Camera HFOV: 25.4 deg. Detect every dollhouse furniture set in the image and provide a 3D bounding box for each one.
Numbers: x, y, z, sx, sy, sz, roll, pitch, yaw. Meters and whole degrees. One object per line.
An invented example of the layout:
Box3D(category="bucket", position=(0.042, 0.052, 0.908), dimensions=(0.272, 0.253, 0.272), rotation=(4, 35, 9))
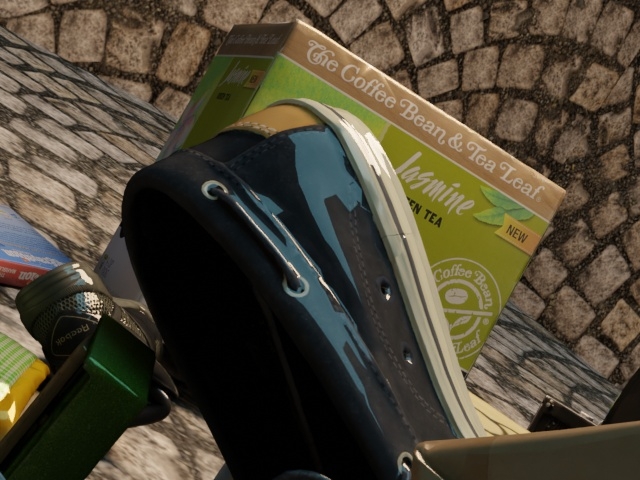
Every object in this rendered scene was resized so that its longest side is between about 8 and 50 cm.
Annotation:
Box3D(category="dollhouse furniture set", position=(-0.222, 0.055, 0.887), dimensions=(0.197, 0.151, 0.301), rotation=(37, 7, -10))

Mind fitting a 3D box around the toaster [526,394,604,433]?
Box3D(category="toaster", position=(0.273, 0.280, 1.470), dimensions=(0.110, 0.186, 0.168), rotation=(28, 1, -44))

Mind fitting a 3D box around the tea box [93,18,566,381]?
Box3D(category="tea box", position=(0.000, 0.000, 1.404), dimensions=(0.329, 0.324, 0.220), rotation=(29, -3, -20))

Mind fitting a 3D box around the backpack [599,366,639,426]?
Box3D(category="backpack", position=(0.268, 0.214, 0.935), dimensions=(0.273, 0.356, 0.290), rotation=(9, 18, -12))

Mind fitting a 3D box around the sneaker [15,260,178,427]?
Box3D(category="sneaker", position=(-0.165, 0.106, 1.139), dimensions=(0.130, 0.087, 0.227), rotation=(62, -3, 17))

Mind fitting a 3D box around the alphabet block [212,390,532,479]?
Box3D(category="alphabet block", position=(0.037, 0.189, 1.002), dimensions=(0.197, 0.193, 0.192), rotation=(34, 10, 8))

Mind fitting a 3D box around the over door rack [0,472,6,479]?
Box3D(category="over door rack", position=(-0.185, 0.166, 0.607), dimensions=(0.324, 0.108, 0.239), rotation=(46, 14, -3))

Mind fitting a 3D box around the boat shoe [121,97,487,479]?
Box3D(category="boat shoe", position=(0.019, 0.158, 0.792), dimensions=(0.156, 0.187, 0.500), rotation=(-13, 76, -36))

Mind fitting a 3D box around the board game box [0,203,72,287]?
Box3D(category="board game box", position=(-0.345, -0.011, 1.306), dimensions=(0.145, 0.027, 0.281), rotation=(36, 9, 29))

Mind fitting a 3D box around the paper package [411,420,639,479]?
Box3D(category="paper package", position=(0.171, 0.252, 0.570), dimensions=(0.168, 0.310, 0.325), rotation=(-10, -28, 26))
